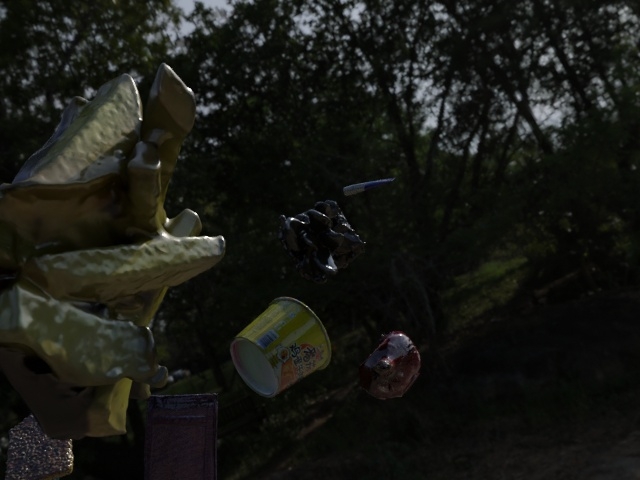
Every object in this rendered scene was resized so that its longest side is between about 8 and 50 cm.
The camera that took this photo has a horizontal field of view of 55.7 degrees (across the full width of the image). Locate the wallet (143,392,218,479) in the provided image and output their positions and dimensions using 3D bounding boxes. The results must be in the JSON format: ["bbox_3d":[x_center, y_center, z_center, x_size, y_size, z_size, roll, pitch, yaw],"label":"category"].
[{"bbox_3d":[-0.211,0.319,0.923,0.111,0.166,0.030,3,-10,-23],"label":"wallet"}]

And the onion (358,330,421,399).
[{"bbox_3d":[0.176,0.318,1.486,0.173,0.135,0.198,-53,-5,5],"label":"onion"}]

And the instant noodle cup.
[{"bbox_3d":[-0.125,0.324,1.784,0.200,0.264,0.264,-33,-3,-39],"label":"instant noodle cup"}]

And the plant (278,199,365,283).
[{"bbox_3d":[0.000,0.000,1.575,0.188,0.199,0.276,-31,-3,-5],"label":"plant"}]

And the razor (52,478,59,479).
[{"bbox_3d":[-0.681,0.638,1.526,0.068,0.191,0.037,7,-5,45],"label":"razor"}]

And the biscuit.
[{"bbox_3d":[-0.607,0.424,1.311,0.131,0.237,0.026,-12,-54,-17],"label":"biscuit"}]

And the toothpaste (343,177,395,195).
[{"bbox_3d":[0.076,-0.086,0.949,0.083,0.015,0.024,-13,11,23],"label":"toothpaste"}]

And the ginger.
[{"bbox_3d":[-0.219,0.018,0.694,0.211,0.413,0.358,-8,13,3],"label":"ginger"}]
